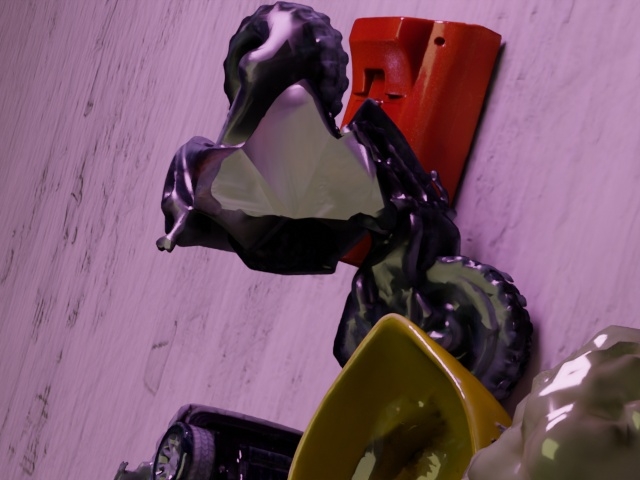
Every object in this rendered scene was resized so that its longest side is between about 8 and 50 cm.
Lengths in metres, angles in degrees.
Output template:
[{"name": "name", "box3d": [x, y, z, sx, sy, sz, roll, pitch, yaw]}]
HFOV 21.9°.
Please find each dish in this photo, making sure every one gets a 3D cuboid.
[{"name": "dish", "box3d": [0.053, 0.141, 0.791, 0.149, 0.080, 0.207, -17, 62, 51]}]

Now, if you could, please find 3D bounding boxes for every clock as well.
[{"name": "clock", "box3d": [0.041, -0.059, 1.001, 0.113, 0.061, 0.155, 13, 88, 64]}]

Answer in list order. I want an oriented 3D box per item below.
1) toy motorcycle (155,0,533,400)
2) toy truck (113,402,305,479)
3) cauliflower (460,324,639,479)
[{"name": "toy motorcycle", "box3d": [0.000, 0.000, 0.909, 0.159, 0.106, 0.270, -43, 62, 24]}, {"name": "toy truck", "box3d": [-0.060, 0.239, 0.923, 0.155, 0.124, 0.268, -49, 32, 41]}, {"name": "cauliflower", "box3d": [0.127, 0.156, 0.380, 0.260, 0.327, 0.281, -41, 34, -2]}]
